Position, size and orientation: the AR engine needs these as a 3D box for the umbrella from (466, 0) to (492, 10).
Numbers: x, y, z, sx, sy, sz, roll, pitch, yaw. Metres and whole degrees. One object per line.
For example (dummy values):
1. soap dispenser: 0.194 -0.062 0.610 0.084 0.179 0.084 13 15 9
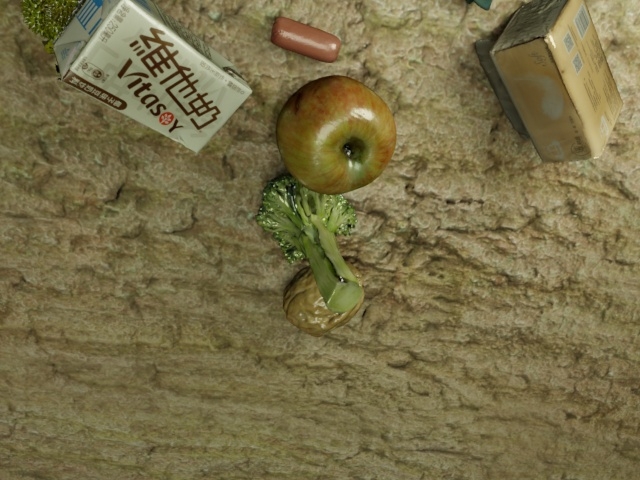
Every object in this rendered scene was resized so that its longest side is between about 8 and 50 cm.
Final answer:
1. umbrella: 0.453 -0.592 0.993 0.348 0.143 0.094 -22 74 -1

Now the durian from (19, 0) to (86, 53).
1. durian: -0.485 -0.468 0.941 0.198 0.159 0.146 -37 154 0

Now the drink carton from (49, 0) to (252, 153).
1. drink carton: -0.324 -0.335 0.975 0.194 0.132 0.324 -43 144 17

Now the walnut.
1. walnut: 0.008 0.150 1.313 0.244 0.198 0.198 -33 116 16

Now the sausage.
1. sausage: -0.031 -0.432 1.062 0.154 0.062 0.062 15 116 -12

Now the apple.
1. apple: 0.028 -0.236 1.086 0.264 0.264 0.265 -2 119 -4

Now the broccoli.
1. broccoli: 0.006 0.013 1.155 0.221 0.362 0.252 -32 154 5

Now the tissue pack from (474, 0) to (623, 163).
1. tissue pack: 0.492 -0.345 1.090 0.238 0.239 0.306 -33 117 13
